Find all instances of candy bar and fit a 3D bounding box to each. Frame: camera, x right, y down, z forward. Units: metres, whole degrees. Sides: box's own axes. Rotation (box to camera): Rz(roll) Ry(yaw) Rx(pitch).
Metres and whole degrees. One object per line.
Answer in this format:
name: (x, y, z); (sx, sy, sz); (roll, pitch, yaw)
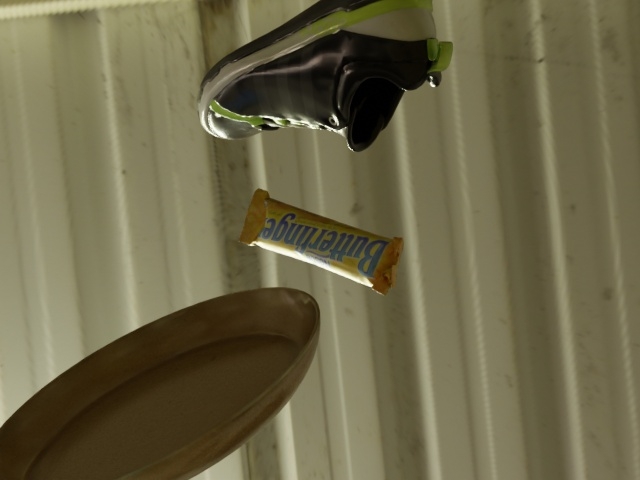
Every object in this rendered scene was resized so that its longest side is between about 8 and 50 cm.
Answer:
candy bar: (0.000, 0.000, 0.866); (0.018, 0.161, 0.040); (18, -89, -40)

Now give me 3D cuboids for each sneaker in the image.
sneaker: (-0.003, -0.102, 0.928); (0.084, 0.234, 0.097); (-10, -102, -42)

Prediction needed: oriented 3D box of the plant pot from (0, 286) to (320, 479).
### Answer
plant pot: (-0.102, 0.103, 0.822); (0.236, 0.236, 0.032); (-26, -73, -1)
